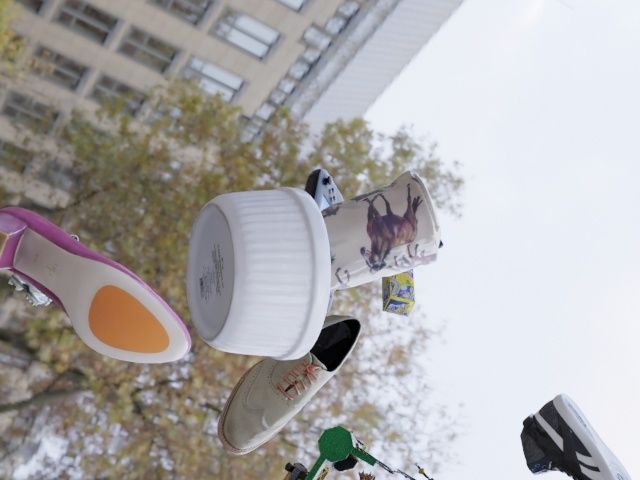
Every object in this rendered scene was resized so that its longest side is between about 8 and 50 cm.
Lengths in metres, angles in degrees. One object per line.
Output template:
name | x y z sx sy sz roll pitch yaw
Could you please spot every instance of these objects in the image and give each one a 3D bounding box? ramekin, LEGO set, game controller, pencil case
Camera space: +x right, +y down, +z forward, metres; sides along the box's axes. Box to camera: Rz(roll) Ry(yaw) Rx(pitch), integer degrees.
ramekin | -0.081 0.038 1.134 0.207 0.109 0.207 -5 -96 63
LEGO set | 0.095 0.477 1.599 0.331 0.192 0.255 18 -112 25
game controller | 0.000 0.000 2.120 0.067 0.166 0.319 -13 -131 31
pencil case | 0.001 0.014 1.643 0.410 0.160 0.183 -18 -164 4

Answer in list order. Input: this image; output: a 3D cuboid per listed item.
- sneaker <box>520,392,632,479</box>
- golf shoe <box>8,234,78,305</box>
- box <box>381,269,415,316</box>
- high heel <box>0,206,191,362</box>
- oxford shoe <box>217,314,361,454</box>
sneaker | 0.400 0.361 1.522 0.121 0.079 0.217 -41 -113 24
golf shoe | -0.335 0.028 1.262 0.086 0.069 0.176 -48 -173 8
box | 0.165 0.079 2.058 0.169 0.059 0.054 -88 -166 -47
high heel | -0.222 0.041 0.927 0.117 0.244 0.082 -32 143 -78
oxford shoe | -0.056 0.253 1.802 0.348 0.123 0.130 -47 -176 -28
